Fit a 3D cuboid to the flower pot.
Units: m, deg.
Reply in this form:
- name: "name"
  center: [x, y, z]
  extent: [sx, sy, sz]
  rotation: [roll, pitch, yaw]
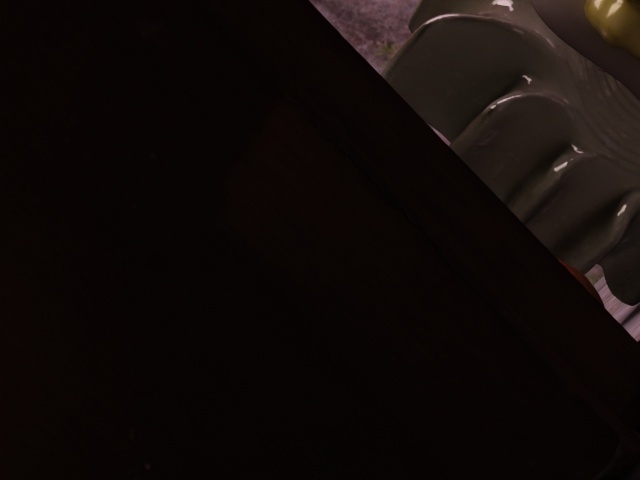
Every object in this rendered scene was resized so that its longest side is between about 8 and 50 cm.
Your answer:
- name: "flower pot"
  center: [0.231, -0.143, 1.218]
  extent: [0.367, 0.254, 0.164]
  rotation: [-42, -6, -27]

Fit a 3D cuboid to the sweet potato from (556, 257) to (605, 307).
- name: "sweet potato"
  center: [0.088, 0.074, 1.040]
  extent: [0.109, 0.109, 0.385]
  rotation: [-42, -7, -12]

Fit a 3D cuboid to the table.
- name: "table"
  center: [0.000, 0.000, 0.646]
  extent: [0.196, 0.250, 0.282]
  rotation: [-49, -9, 26]

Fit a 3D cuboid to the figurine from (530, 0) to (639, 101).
- name: "figurine"
  center: [0.125, -0.113, 0.637]
  extent: [0.127, 0.235, 0.155]
  rotation: [-46, -6, 25]
